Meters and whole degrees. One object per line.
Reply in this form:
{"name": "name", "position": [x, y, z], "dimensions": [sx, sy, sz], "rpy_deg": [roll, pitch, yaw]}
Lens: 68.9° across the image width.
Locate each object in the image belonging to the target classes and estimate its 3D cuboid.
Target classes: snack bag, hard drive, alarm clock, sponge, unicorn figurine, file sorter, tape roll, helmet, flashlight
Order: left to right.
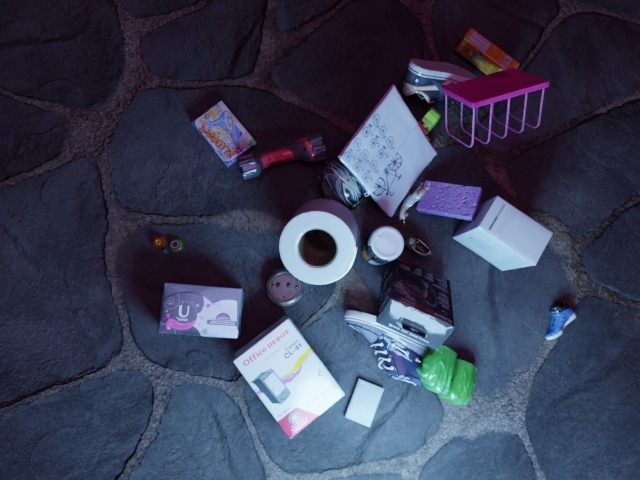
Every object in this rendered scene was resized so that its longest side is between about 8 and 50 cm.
{"name": "flashlight", "position": [-0.134, -0.288, 1.633], "dimensions": [0.303, 0.103, 0.103], "rpy_deg": [-19, 86, -10]}
{"name": "alarm clock", "position": [-0.122, 0.177, 1.582], "dimensions": [0.129, 0.064, 0.192], "rpy_deg": [2, 84, -6]}
{"name": "tape roll", "position": [0.000, 0.000, 1.518], "dimensions": [0.245, 0.169, 0.247], "rpy_deg": [2, 108, 6]}
{"name": "helmet", "position": [0.074, -0.194, 1.600], "dimensions": [0.169, 0.162, 0.170], "rpy_deg": [-4, 61, 7]}
{"name": "hard drive", "position": [0.147, 0.544, 1.569], "dimensions": [0.094, 0.022, 0.135], "rpy_deg": [23, 79, -2]}
{"name": "snack bag", "position": [0.240, -0.285, 1.571], "dimensions": [0.323, 0.037, 0.342], "rpy_deg": [-54, 127, -12]}
{"name": "unicorn figurine", "position": [0.325, -0.141, 1.661], "dimensions": [0.060, 0.162, 0.111], "rpy_deg": [30, 53, 6]}
{"name": "sponge", "position": [0.449, -0.143, 1.642], "dimensions": [0.210, 0.031, 0.117], "rpy_deg": [14, 77, 36]}
{"name": "file sorter", "position": [0.615, -0.471, 1.670], "dimensions": [0.290, 0.202, 0.182], "rpy_deg": [-18, 127, -9]}

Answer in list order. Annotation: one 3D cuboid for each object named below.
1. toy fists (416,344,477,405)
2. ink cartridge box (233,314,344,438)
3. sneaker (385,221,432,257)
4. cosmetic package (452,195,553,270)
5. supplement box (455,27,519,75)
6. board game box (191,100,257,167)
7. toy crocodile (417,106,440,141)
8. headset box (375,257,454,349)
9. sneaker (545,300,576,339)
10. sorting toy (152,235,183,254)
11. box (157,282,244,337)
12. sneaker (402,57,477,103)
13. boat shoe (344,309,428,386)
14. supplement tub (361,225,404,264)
{"name": "toy fists", "position": [0.413, 0.446, 1.527], "dimensions": [0.279, 0.096, 0.142], "rpy_deg": [38, 61, -36]}
{"name": "ink cartridge box", "position": [-0.103, 0.429, 1.496], "dimensions": [0.226, 0.131, 0.306], "rpy_deg": [-37, 93, -8]}
{"name": "sneaker", "position": [0.315, -0.007, 1.646], "dimensions": [0.188, 0.071, 0.066], "rpy_deg": [32, 86, -1]}
{"name": "cosmetic package", "position": [0.618, -0.018, 1.603], "dimensions": [0.224, 0.224, 0.138], "rpy_deg": [35, 80, 0]}
{"name": "supplement box", "position": [0.635, -0.700, 1.783], "dimensions": [0.233, 0.078, 0.080], "rpy_deg": [39, 68, 2]}
{"name": "board game box", "position": [-0.341, -0.378, 1.658], "dimensions": [0.136, 0.035, 0.201], "rpy_deg": [-40, 87, -10]}
{"name": "toy crocodile", "position": [0.291, -0.357, 1.684], "dimensions": [0.340, 0.105, 0.115], "rpy_deg": [-33, 86, -9]}
{"name": "headset box", "position": [0.304, 0.202, 1.504], "dimensions": [0.217, 0.293, 0.110], "rpy_deg": [24, 120, -2]}
{"name": "sneaker", "position": [0.836, 0.279, 1.662], "dimensions": [0.152, 0.058, 0.085], "rpy_deg": [-38, 92, -14]}
{"name": "sorting toy", "position": [-0.517, 0.016, 1.574], "dimensions": [0.101, 0.042, 0.061], "rpy_deg": [5, 81, -5]}
{"name": "box", "position": [-0.378, 0.227, 1.504], "dimensions": [0.247, 0.142, 0.164], "rpy_deg": [5, 80, -5]}
{"name": "sneaker", "position": [0.435, -0.587, 1.736], "dimensions": [0.320, 0.128, 0.126], "rpy_deg": [-3, 45, -28]}
{"name": "boat shoe", "position": [0.217, 0.360, 1.549], "dimensions": [0.340, 0.127, 0.158], "rpy_deg": [23, 73, -3]}
{"name": "supplement tub", "position": [0.203, 0.021, 1.572], "dimensions": [0.116, 0.190, 0.117], "rpy_deg": [1, 82, -6]}
